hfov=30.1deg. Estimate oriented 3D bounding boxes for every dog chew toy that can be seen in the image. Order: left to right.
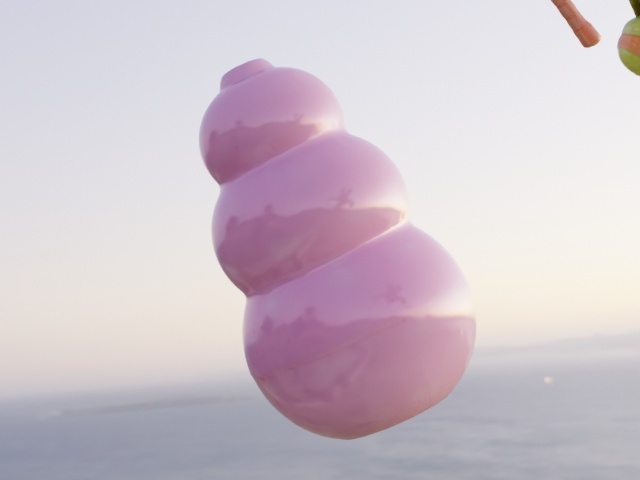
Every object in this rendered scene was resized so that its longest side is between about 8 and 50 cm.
[{"bbox_3d":[0.000,0.000,1.040,0.206,0.332,0.206,-24,0,0],"label":"dog chew toy"}]

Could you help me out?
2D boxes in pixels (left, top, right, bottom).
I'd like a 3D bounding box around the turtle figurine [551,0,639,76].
[{"bbox_3d":[0.236,-0.174,0.706,0.269,0.217,0.087,28,-1,-28],"label":"turtle figurine"}]
